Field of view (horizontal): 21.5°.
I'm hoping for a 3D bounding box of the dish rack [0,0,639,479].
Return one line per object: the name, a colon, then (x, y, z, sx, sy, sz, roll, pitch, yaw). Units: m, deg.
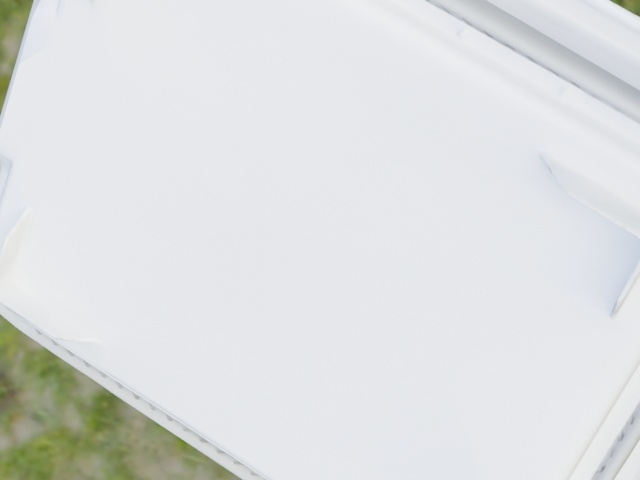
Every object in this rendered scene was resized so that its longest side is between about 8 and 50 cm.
dish rack: (0.000, 0.000, 0.695, 0.333, 0.072, 0.285, 32, 125, 12)
